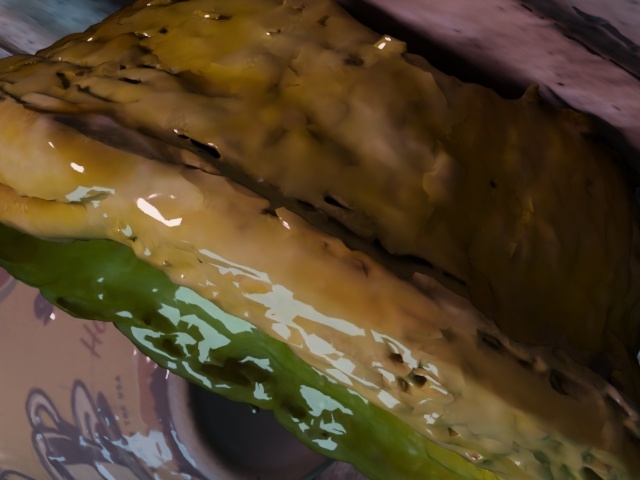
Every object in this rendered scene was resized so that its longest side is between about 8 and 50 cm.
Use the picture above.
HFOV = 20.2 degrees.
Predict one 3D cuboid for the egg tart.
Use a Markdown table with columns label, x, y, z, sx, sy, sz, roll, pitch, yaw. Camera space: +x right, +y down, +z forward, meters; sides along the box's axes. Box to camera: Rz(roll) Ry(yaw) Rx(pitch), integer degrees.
| label | x | y | z | sx | sy | sz | roll | pitch | yaw |
| --- | --- | --- | --- | --- | --- | --- | --- | --- | --- |
| egg tart | 0.000 | 0.000 | 0.675 | 0.345 | 0.132 | 0.345 | 25 | 170 | 5 |

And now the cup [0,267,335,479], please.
| label | x | y | z | sx | sy | sz | roll | pitch | yaw |
| --- | --- | --- | --- | --- | --- | --- | --- | --- | --- |
| cup | -0.069 | 0.064 | 1.065 | 0.301 | 0.227 | 0.257 | -4 | -172 | -40 |
